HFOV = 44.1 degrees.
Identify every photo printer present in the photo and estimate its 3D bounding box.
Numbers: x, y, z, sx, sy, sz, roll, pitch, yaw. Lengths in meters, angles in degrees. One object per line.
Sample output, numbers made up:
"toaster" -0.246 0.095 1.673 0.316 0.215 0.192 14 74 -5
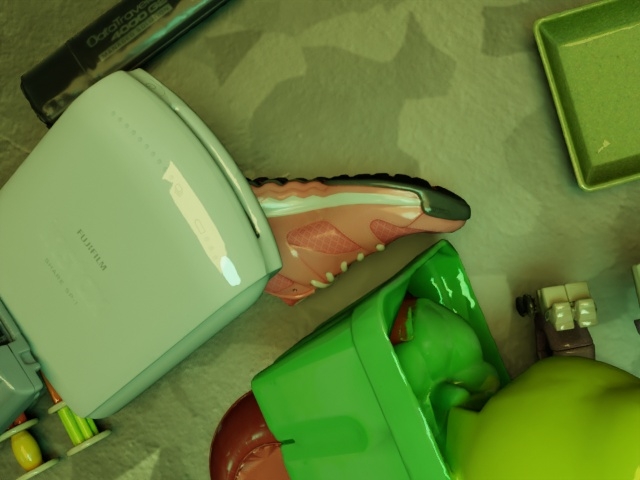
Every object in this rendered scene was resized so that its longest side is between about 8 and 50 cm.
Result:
"photo printer" -0.195 0.005 0.780 0.307 0.107 0.256 -38 85 31

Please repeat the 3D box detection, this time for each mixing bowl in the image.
"mixing bowl" -0.037 0.243 0.820 0.182 0.098 0.181 0 89 5

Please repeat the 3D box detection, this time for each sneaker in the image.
"sneaker" 0.000 0.000 0.832 0.314 0.116 0.136 -1 98 12

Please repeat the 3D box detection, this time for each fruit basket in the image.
"fruit basket" 0.164 0.182 0.676 0.392 0.283 0.391 6 105 22

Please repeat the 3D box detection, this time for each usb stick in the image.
"usb stick" -0.211 -0.228 0.878 0.278 0.045 0.077 -36 78 4

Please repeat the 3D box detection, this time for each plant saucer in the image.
"plant saucer" 0.333 -0.160 0.821 0.188 0.045 0.188 -15 86 5

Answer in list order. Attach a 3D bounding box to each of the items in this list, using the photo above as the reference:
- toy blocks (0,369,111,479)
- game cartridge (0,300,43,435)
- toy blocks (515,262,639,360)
"toy blocks" -0.315 0.175 0.871 0.123 0.054 0.148 -29 85 5
"game cartridge" -0.421 0.085 0.834 0.196 0.060 0.294 -44 77 33
"toy blocks" 0.373 0.139 0.682 0.309 0.288 0.260 -10 82 0
